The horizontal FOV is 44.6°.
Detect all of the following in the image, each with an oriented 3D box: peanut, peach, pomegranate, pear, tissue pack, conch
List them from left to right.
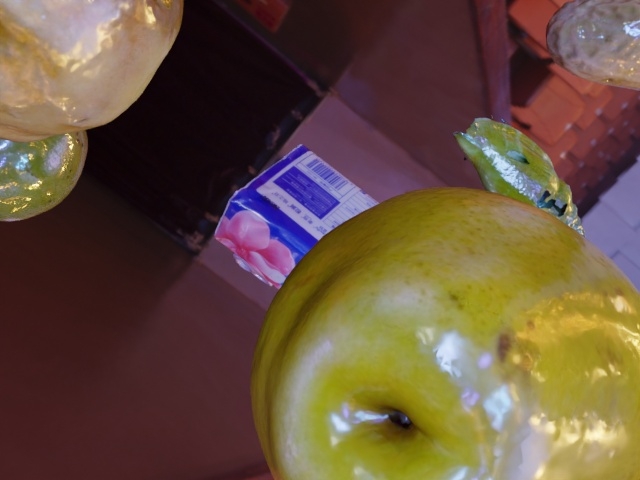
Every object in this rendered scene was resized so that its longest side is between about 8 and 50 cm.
[{"bbox_3d":[-0.198,-0.175,0.464,0.214,0.235,0.214,-16,-121,28],"label":"peach"},{"bbox_3d":[-0.365,-0.110,0.882,0.179,0.179,0.210,-51,175,6],"label":"pomegranate"},{"bbox_3d":[0.000,0.000,1.249,0.209,0.270,0.137,-45,168,-40],"label":"tissue pack"},{"bbox_3d":[0.114,0.129,0.698,0.362,0.362,0.418,-50,165,12],"label":"pear"},{"bbox_3d":[0.246,-0.072,0.948,0.095,0.200,0.080,-42,-167,-33],"label":"conch"},{"bbox_3d":[0.366,-0.217,0.871,0.108,0.226,0.095,82,26,-68],"label":"peanut"}]

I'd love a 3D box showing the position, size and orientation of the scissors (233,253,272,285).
[{"bbox_3d":[-0.093,0.065,1.421,0.015,0.100,0.189,-55,-149,-13],"label":"scissors"}]
